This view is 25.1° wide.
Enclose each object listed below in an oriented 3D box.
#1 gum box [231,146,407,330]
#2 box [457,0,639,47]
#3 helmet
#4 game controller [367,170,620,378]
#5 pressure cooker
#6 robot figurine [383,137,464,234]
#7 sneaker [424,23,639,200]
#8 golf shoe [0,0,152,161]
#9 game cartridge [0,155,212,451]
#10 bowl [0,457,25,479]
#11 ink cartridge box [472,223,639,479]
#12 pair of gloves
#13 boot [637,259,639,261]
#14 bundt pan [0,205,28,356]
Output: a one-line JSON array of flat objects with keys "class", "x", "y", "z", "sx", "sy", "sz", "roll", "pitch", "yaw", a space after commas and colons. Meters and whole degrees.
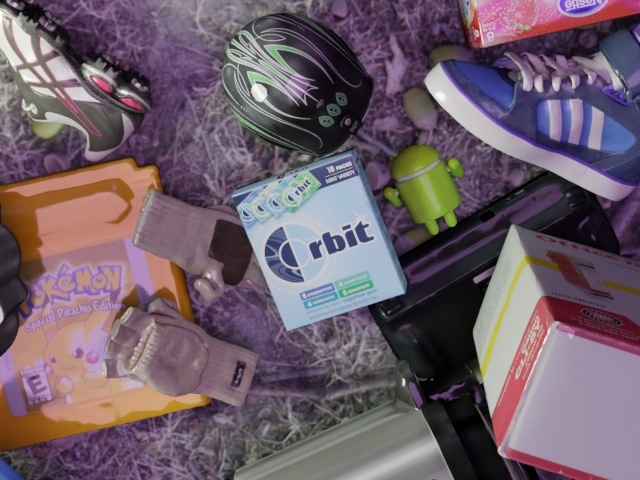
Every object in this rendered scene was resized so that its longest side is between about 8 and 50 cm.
[{"class": "gum box", "x": 0.000, "y": 0.000, "z": 1.739, "sx": 0.157, "sy": 0.041, "sz": 0.184, "roll": -18, "pitch": 104, "yaw": 12}, {"class": "box", "x": 0.292, "y": -0.316, "z": 1.712, "sx": 0.256, "sy": 0.122, "sz": 0.128, "roll": -12, "pitch": 99, "yaw": -2}, {"class": "helmet", "x": -0.035, "y": -0.189, "z": 1.699, "sx": 0.161, "sy": 0.169, "sz": 0.169, "roll": 33, "pitch": 96, "yaw": -26}, {"class": "game controller", "x": 0.219, "y": 0.045, "z": 1.808, "sx": 0.319, "sy": 0.067, "sz": 0.166, "roll": -30, "pitch": 115, "yaw": 2}, {"class": "pressure cooker", "x": 0.118, "y": 0.364, "z": 1.696, "sx": 0.420, "sy": 0.375, "sz": 0.370, "roll": -23, "pitch": 140, "yaw": -1}, {"class": "robot figurine", "x": 0.129, "y": -0.067, "z": 1.771, "sx": 0.101, "sy": 0.067, "sz": 0.115, "roll": -25, "pitch": 100, "yaw": 12}, {"class": "sneaker", "x": 0.310, "y": -0.202, "z": 1.694, "sx": 0.322, "sy": 0.130, "sz": 0.236, "roll": 24, "pitch": 115, "yaw": -23}, {"class": "golf shoe", "x": -0.331, "y": -0.206, "z": 1.698, "sx": 0.273, "sy": 0.105, "sz": 0.120, "roll": 36, "pitch": 102, "yaw": -9}, {"class": "game cartridge", "x": -0.305, "y": 0.077, "z": 1.771, "sx": 0.285, "sy": 0.053, "sz": 0.324, "roll": -13, "pitch": 101, "yaw": -2}, {"class": "bowl", "x": -0.483, "y": 0.383, "z": 1.706, "sx": 0.391, "sy": 0.077, "sz": 0.391, "roll": 8, "pitch": 121, "yaw": 14}, {"class": "ink cartridge box", "x": 0.333, "y": 0.135, "z": 1.599, "sx": 0.279, "sy": 0.385, "sz": 0.160, "roll": 17, "pitch": 105, "yaw": -4}, {"class": "pair of gloves", "x": -0.154, "y": 0.070, "z": 1.743, "sx": 0.204, "sy": 0.042, "sz": 0.240, "roll": 14, "pitch": 85, "yaw": -35}, {"class": "boot", "x": 0.508, "y": 0.092, "z": 1.822, "sx": 0.244, "sy": 0.088, "sz": 0.176, "roll": -15, "pitch": 104, "yaw": 3}, {"class": "bundt pan", "x": -0.482, "y": 0.042, "z": 1.678, "sx": 0.330, "sy": 0.124, "sz": 0.331, "roll": 5, "pitch": 105, "yaw": 19}]
